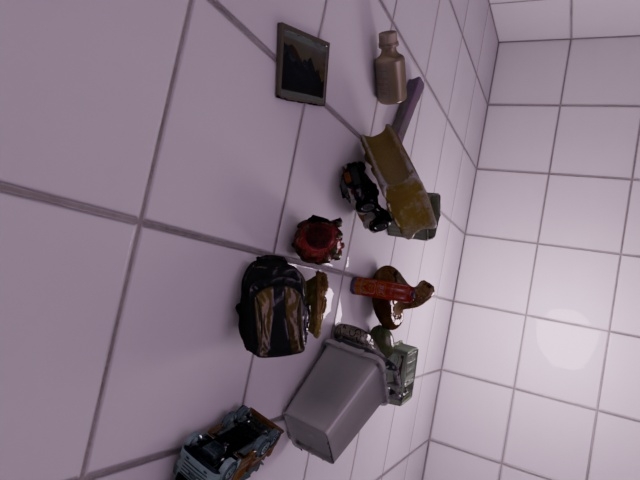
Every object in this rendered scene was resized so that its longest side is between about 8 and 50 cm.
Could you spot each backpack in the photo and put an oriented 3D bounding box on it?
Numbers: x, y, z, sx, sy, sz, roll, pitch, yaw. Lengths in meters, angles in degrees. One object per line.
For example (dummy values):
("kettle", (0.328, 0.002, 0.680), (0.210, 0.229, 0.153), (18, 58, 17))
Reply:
("backpack", (-0.126, 0.167, 1.308), (0.206, 0.133, 0.258), (-1, 90, -27))

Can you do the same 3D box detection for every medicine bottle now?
("medicine bottle", (0.258, -0.640, 1.836), (0.114, 0.114, 0.252), (-49, 139, -45))

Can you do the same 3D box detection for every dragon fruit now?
("dragon fruit", (0.000, 0.000, 1.496), (0.160, 0.166, 0.172), (58, -5, 3))

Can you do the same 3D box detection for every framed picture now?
("framed picture", (-0.047, -0.489, 1.410), (0.265, 0.018, 0.192), (-18, 115, -60))

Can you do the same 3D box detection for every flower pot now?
("flower pot", (0.418, -0.114, 2.215), (0.239, 0.189, 0.209), (-14, 110, -62))

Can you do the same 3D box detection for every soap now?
("soap", (0.276, -0.214, 1.788), (0.335, 0.156, 0.293), (-102, 167, -47))

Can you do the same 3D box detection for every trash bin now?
("trash bin", (0.075, 0.541, 1.675), (0.367, 0.295, 0.256), (-44, 136, -41))

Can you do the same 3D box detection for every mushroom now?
("mushroom", (0.316, 0.236, 2.108), (0.267, 0.254, 0.267), (23, 51, -32))

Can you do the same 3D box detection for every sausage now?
("sausage", (0.246, 0.190, 1.887), (0.074, 0.274, 0.074), (-17, 111, -56))

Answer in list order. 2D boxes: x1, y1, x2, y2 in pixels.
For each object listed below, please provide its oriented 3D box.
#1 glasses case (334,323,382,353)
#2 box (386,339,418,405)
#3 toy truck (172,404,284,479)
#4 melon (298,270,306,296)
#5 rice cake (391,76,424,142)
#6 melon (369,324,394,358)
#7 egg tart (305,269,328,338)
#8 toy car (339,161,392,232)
("glasses case", (0.157, 0.421, 1.932), (0.085, 0.137, 0.355), (-66, 149, -25))
("box", (0.344, 0.615, 2.311), (0.220, 0.166, 0.291), (8, 91, -62))
("toy truck", (-0.243, 0.556, 1.231), (0.338, 0.133, 0.184), (-1, 115, -64))
("melon", (-0.087, 0.146, 1.434), (0.098, 0.098, 0.131), (21, 81, -62))
("rice cake", (0.367, -0.553, 2.121), (0.070, 0.064, 0.399), (52, 52, -47))
("melon", (0.267, 0.451, 2.175), (0.114, 0.114, 0.167), (-39, 124, -52))
("egg tart", (-0.027, 0.194, 1.528), (0.212, 0.090, 0.213), (-173, -90, -90))
("toy car", (0.152, -0.157, 1.762), (0.301, 0.118, 0.193), (42, 31, -55))
